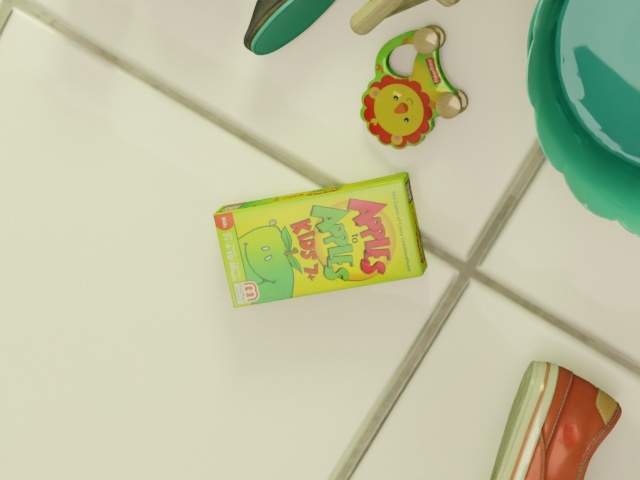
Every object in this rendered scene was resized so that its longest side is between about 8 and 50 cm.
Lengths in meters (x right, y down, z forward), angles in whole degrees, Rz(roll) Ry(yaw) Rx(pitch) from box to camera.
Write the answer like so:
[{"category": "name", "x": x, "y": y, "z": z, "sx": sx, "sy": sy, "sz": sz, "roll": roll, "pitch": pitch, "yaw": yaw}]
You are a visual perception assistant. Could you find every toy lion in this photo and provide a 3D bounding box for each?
[{"category": "toy lion", "x": 0.078, "y": -0.136, "z": 1.592, "sx": 0.096, "sy": 0.034, "sz": 0.100, "roll": -17, "pitch": 98, "yaw": 20}]

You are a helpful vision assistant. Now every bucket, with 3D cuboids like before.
[{"category": "bucket", "x": 0.307, "y": -0.146, "z": 1.464, "sx": 0.281, "sy": 0.183, "sz": 0.281, "roll": 3, "pitch": 105, "yaw": 10}]

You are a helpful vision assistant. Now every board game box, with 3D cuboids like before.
[{"category": "board game box", "x": 0.000, "y": 0.000, "z": 1.625, "sx": 0.181, "sy": 0.043, "sz": 0.092, "roll": -10, "pitch": 100, "yaw": 12}]

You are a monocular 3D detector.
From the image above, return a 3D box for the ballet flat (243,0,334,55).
[{"category": "ballet flat", "x": 0.001, "y": -0.249, "z": 1.566, "sx": 0.203, "sy": 0.074, "sz": 0.074, "roll": -38, "pitch": 93, "yaw": 21}]

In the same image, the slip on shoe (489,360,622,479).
[{"category": "slip on shoe", "x": 0.193, "y": 0.277, "z": 1.617, "sx": 0.101, "sy": 0.123, "sz": 0.331, "roll": 17, "pitch": 99, "yaw": 2}]

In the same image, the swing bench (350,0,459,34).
[{"category": "swing bench", "x": 0.160, "y": -0.298, "z": 1.385, "sx": 0.255, "sy": 0.253, "sz": 0.165, "roll": -15, "pitch": 100, "yaw": 40}]
